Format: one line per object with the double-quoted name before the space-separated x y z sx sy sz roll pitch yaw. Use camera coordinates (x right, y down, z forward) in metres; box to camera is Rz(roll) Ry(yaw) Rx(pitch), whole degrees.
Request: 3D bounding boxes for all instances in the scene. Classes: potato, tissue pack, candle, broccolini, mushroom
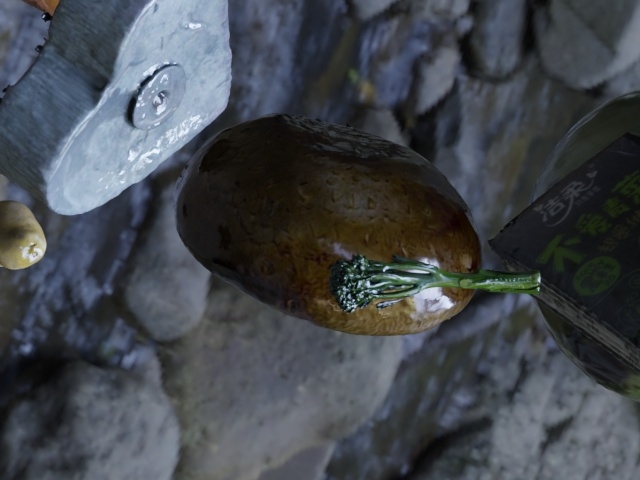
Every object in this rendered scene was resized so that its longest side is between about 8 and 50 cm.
"potato" -0.311 -0.003 1.419 0.062 0.083 0.068 29 92 -37
"tissue pack" 0.270 0.012 1.153 0.173 0.235 0.073 -37 123 -9
"candle" -0.125 -0.107 0.924 0.192 0.068 0.168 -56 161 17
"broccolini" 0.073 0.030 0.884 0.030 0.140 0.035 119 -28 -63
"mushroom" 0.004 -0.023 1.560 0.345 0.345 0.239 -7 97 -63

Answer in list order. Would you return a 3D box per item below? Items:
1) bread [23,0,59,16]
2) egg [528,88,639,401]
"bread" -0.313 -0.363 1.725 0.190 0.123 0.244 -47 143 -1
"egg" 0.404 -0.002 1.600 0.428 0.345 0.345 -76 174 -63
